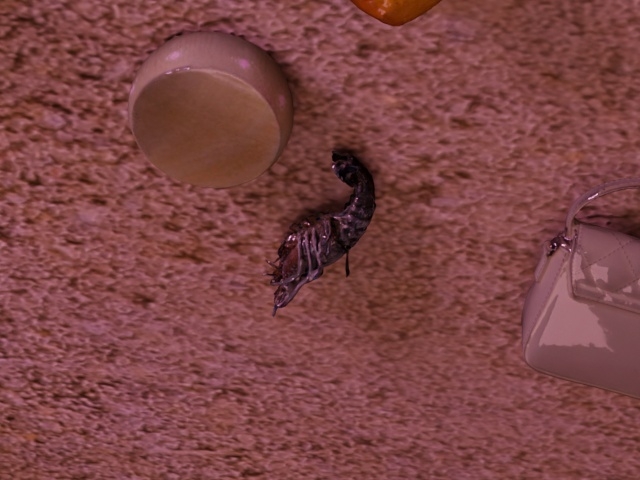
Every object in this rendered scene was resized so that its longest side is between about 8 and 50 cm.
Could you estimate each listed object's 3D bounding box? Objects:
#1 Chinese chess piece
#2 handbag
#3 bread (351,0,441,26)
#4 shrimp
[{"bbox_3d":[-0.094,-0.113,1.309,0.144,0.058,0.144,4,133,4],"label":"Chinese chess piece"},{"bbox_3d":[0.319,0.046,1.376,0.256,0.079,0.219,16,122,-5],"label":"handbag"},{"bbox_3d":[0.012,-0.265,1.122,0.094,0.102,0.245,-32,122,25],"label":"bread"},{"bbox_3d":[0.005,0.001,1.383,0.076,0.082,0.174,27,124,-9],"label":"shrimp"}]
